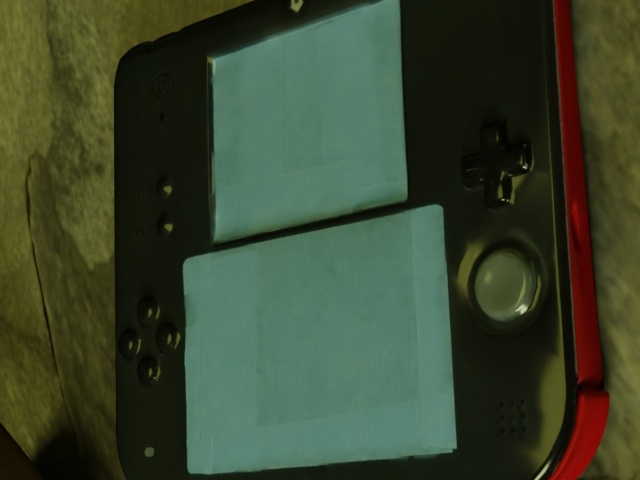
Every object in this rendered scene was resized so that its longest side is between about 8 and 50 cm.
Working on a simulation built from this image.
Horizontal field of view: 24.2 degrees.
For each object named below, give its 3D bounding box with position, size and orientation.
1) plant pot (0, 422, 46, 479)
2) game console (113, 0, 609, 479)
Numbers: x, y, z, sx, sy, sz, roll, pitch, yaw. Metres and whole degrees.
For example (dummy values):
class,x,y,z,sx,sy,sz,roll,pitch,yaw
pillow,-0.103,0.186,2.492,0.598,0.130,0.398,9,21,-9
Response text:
class,x,y,z,sx,sy,sz,roll,pitch,yaw
plant pot,-0.229,0.289,1.051,0.254,0.237,0.237,37,114,22
game console,0.000,0.000,0.934,0.386,0.060,0.342,-12,80,42
